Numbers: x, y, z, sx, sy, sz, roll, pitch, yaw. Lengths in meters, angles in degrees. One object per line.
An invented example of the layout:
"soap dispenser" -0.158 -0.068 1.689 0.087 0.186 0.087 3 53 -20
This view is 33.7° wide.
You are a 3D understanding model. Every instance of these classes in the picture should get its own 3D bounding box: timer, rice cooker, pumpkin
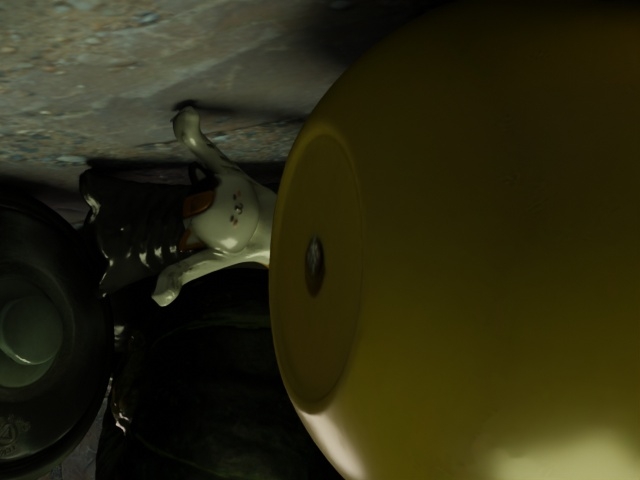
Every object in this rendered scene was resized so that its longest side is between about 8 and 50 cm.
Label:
"timer" 0.173 0.019 0.636 0.387 0.376 0.376 4 165 -22
"timer" 0.000 0.000 0.820 0.266 0.175 0.175 12 160 -32
"rice cooker" -0.337 0.090 0.940 0.317 0.264 0.316 -16 -172 2
"pumpkin" -0.080 0.182 1.001 0.241 0.323 0.323 13 163 -18

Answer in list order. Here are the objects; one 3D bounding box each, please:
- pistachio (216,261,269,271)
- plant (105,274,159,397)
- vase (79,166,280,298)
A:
"pistachio" -0.087 0.110 1.321 0.226 0.207 0.332 11 164 18
"plant" -0.257 0.092 1.154 0.256 0.164 0.142 -33 139 32
"vase" -0.085 -0.019 0.934 0.238 0.115 0.115 -8 169 -17
